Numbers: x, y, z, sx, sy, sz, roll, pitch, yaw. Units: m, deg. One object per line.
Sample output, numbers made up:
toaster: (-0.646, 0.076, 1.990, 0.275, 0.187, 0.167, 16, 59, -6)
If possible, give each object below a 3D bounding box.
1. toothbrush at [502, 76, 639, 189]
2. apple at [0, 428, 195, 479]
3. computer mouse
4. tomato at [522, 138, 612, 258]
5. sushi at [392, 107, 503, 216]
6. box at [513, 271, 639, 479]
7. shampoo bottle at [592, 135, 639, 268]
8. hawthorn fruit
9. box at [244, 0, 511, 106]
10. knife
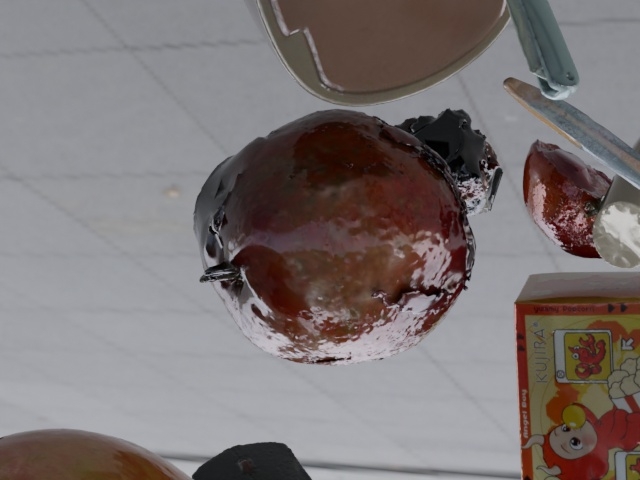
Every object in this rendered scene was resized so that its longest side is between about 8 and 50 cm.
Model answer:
toothbrush: (0.309, -0.035, 1.154, 0.375, 0.028, 0.037, 38, 158, 15)
apple: (-0.217, 0.348, 1.166, 0.364, 0.364, 0.364, 6, 162, 2)
computer mouse: (-0.075, 0.389, 1.903, 0.168, 0.295, 0.087, -19, 136, -17)
tomato: (0.319, -0.037, 1.641, 0.189, 0.099, 0.173, 31, -163, -9)
sushi: (0.156, -0.103, 1.817, 0.172, 0.153, 0.150, 16, 160, 10)
box: (0.380, 0.191, 1.659, 0.259, 0.283, 0.214, -2, -171, 17)
shampoo bottle: (0.366, -0.064, 1.464, 0.078, 0.257, 0.127, 13, 122, 25)
hawthorn fruit: (0.011, -0.006, 1.472, 0.316, 0.316, 0.316, 6, 162, 2)
box: (0.035, -0.306, 1.332, 0.301, 0.301, 0.216, 16, -162, -26)
knife: (0.180, -0.191, 1.144, 0.044, 0.162, 0.023, -5, 154, -25)
